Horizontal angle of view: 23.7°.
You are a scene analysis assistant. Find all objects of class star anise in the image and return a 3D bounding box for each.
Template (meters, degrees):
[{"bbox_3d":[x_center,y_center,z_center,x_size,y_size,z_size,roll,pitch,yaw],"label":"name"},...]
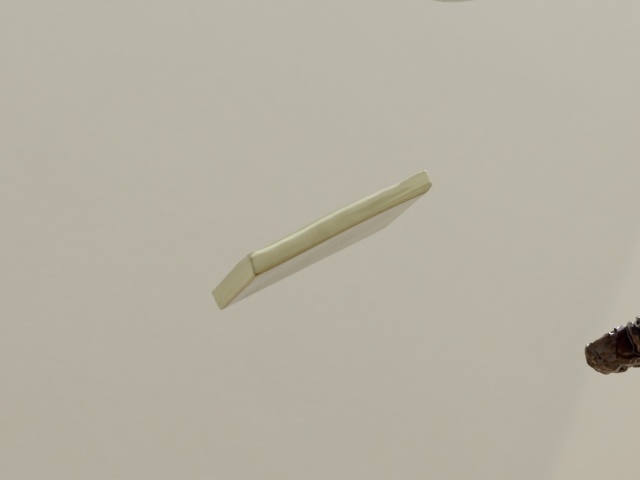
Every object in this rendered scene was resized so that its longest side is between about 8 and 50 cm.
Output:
[{"bbox_3d":[0.345,0.094,1.467,0.097,0.191,0.070,21,-128,-57],"label":"star anise"}]

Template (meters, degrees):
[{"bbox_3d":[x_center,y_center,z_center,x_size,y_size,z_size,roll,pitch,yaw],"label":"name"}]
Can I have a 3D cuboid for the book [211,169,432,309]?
[{"bbox_3d":[0.000,-0.001,0.798,0.111,0.077,0.014,-27,-96,-23],"label":"book"}]

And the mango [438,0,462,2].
[{"bbox_3d":[0.120,-0.266,1.177,0.143,0.293,0.175,38,-76,7],"label":"mango"}]
